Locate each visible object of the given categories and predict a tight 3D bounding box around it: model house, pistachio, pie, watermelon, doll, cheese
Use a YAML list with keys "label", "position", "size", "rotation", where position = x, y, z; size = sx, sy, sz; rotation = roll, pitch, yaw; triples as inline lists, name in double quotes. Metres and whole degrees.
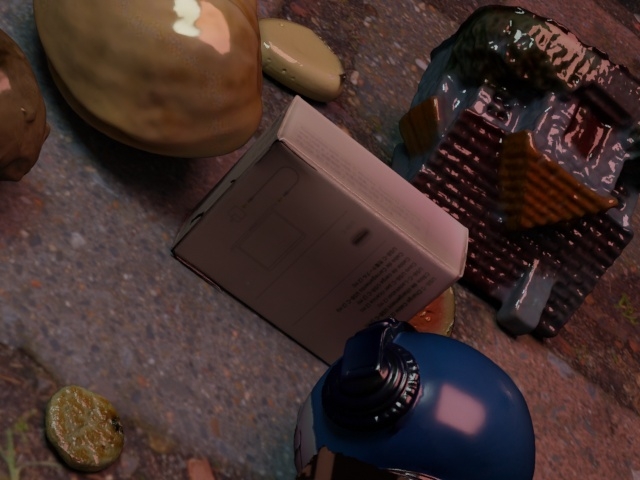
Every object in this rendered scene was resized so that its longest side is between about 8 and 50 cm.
- label: "model house"
  position: [0.259, -0.073, 1.593]
  size: [0.360, 0.297, 0.339]
  rotation: [35, 66, -16]
- label: "pistachio"
  position: [-0.181, -0.221, 1.287]
  size: [0.238, 0.229, 0.321]
  rotation: [-32, 68, -22]
- label: "pie"
  position: [-0.209, 0.167, 1.022]
  size: [0.085, 0.017, 0.085]
  rotation: [29, 37, -25]
- label: "watermelon"
  position: [0.076, 0.043, 1.432]
  size: [0.245, 0.063, 0.119]
  rotation: [34, 49, -18]
- label: "doll"
  position: [0.083, 0.227, 1.090]
  size: [0.310, 0.240, 0.284]
  rotation: [-81, 149, -53]
- label: "cheese"
  position: [-0.080, -0.274, 1.594]
  size: [0.255, 0.050, 0.127]
  rotation: [18, 43, -35]

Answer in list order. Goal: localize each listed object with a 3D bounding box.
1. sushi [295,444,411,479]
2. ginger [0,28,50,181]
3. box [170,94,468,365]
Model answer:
- label: "sushi"
  position: [0.017, 0.292, 0.919]
  size: [0.264, 0.290, 0.050]
  rotation: [26, 19, -24]
- label: "ginger"
  position: [-0.399, -0.120, 1.022]
  size: [0.244, 0.155, 0.304]
  rotation: [53, 42, -1]
- label: "box"
  position: [0.000, 0.000, 1.254]
  size: [0.252, 0.203, 0.106]
  rotation: [37, 34, -12]
